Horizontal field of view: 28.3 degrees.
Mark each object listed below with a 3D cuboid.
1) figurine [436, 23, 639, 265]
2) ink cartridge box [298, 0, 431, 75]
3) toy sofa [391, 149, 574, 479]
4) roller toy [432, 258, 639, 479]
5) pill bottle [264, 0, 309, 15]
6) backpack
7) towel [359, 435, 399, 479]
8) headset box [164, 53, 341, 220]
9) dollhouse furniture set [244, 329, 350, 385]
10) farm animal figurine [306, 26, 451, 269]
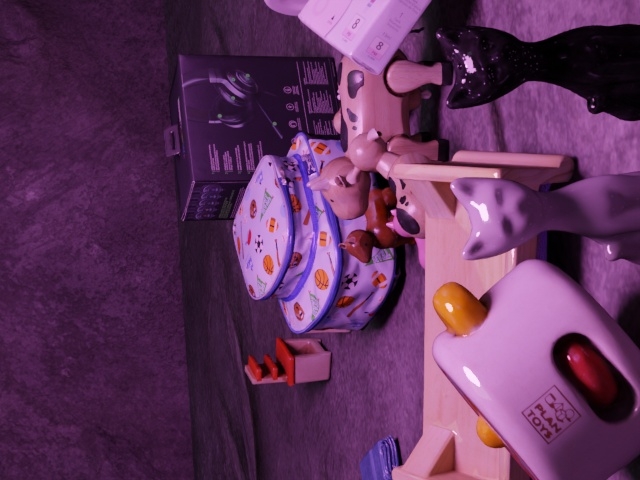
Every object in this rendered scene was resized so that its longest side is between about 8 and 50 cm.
[{"bbox_3d":[0.204,-0.083,1.082,0.092,0.209,0.215,149,118,-72],"label":"figurine"},{"bbox_3d":[0.085,-0.329,1.539,0.232,0.066,0.189,-58,29,10],"label":"ink cartridge box"},{"bbox_3d":[0.187,0.089,1.334,0.150,0.177,0.362,8,99,49],"label":"toy sofa"},{"bbox_3d":[0.195,0.126,1.108,0.191,0.146,0.209,48,177,43],"label":"roller toy"},{"bbox_3d":[-0.036,-0.499,2.037,0.136,0.136,0.245,127,139,-66],"label":"pill bottle"},{"bbox_3d":[0.000,0.000,1.856,0.263,0.213,0.276,65,151,30],"label":"backpack"},{"bbox_3d":[0.089,0.334,1.860,0.119,0.029,0.067,120,146,-60],"label":"towel"},{"bbox_3d":[-0.109,-0.166,2.060,0.131,0.283,0.246,116,148,-58],"label":"headset box"},{"bbox_3d":[-0.050,0.109,2.140,0.262,0.135,0.259,-135,46,-68],"label":"dollhouse furniture set"},{"bbox_3d":[0.076,-0.108,1.604,0.330,0.172,0.326,156,111,-73],"label":"farm animal figurine"}]
